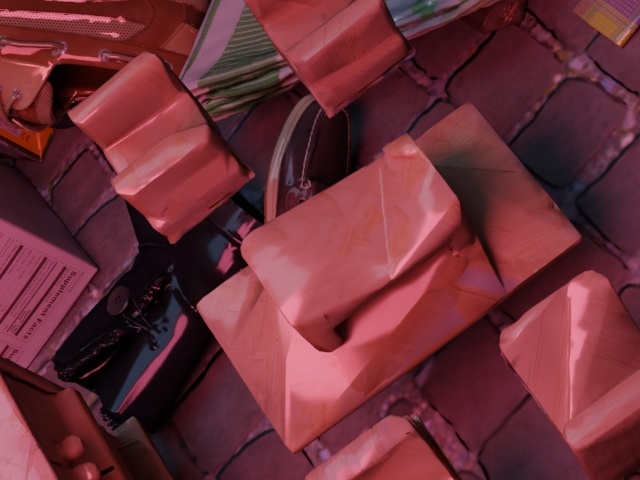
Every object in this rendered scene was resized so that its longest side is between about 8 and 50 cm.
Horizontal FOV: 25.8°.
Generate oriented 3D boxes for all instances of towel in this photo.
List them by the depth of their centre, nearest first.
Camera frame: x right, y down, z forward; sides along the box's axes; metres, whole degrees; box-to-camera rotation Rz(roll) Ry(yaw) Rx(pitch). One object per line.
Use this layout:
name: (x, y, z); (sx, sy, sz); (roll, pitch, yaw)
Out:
towel: (0.223, -0.181, 0.986); (0.083, 0.009, 0.060); (-49, 45, 10)
towel: (0.031, -0.223, 1.116); (0.324, 0.038, 0.248); (-18, 39, 34)

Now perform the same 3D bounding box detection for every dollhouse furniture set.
dollhouse furniture set: (-0.022, 0.084, 0.904); (0.394, 0.256, 0.362); (-36, 66, 2)

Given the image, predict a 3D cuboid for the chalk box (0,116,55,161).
chalk box: (-0.367, -0.169, 1.418); (0.213, 0.132, 0.132); (8, 74, 43)

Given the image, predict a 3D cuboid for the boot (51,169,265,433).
boot: (-0.155, 0.022, 1.149); (0.207, 0.094, 0.246); (-52, 47, 4)

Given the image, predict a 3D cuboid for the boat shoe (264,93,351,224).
boat shoe: (-0.001, 0.000, 1.040); (0.073, 0.080, 0.224); (4, 77, 35)

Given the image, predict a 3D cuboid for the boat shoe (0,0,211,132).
boat shoe: (-0.253, -0.161, 1.216); (0.323, 0.122, 0.120); (-6, 75, 3)

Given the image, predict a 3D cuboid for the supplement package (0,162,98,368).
supplement package: (-0.384, 0.007, 1.238); (0.198, 0.262, 0.199); (-53, 43, 6)

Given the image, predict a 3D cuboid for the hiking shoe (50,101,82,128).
hiking shoe: (-0.202, -0.250, 1.352); (0.132, 0.113, 0.304); (-108, 38, -88)

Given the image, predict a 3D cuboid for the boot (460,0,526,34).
boot: (0.099, -0.174, 1.077); (0.114, 0.037, 0.106); (37, 95, 43)
